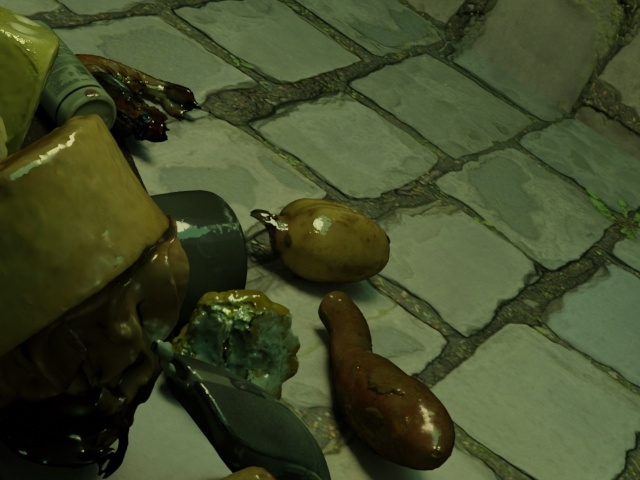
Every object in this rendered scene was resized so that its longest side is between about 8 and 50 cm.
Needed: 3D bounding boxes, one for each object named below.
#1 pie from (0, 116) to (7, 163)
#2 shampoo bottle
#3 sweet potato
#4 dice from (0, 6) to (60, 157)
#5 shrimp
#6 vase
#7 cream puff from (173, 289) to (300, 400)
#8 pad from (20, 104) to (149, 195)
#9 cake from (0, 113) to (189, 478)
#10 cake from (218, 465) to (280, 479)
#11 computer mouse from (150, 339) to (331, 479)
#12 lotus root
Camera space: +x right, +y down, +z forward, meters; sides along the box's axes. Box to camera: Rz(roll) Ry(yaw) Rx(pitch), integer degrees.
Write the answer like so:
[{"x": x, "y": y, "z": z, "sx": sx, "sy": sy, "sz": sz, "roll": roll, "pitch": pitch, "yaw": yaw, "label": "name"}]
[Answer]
[{"x": -0.464, "y": -0.080, "z": 1.771, "sx": 0.218, "sy": 0.185, "sz": 0.052, "roll": 1, "pitch": -18, "yaw": 5, "label": "pie"}, {"x": -0.389, "y": -0.244, "z": 2.245, "sx": 0.085, "sy": 0.085, "sz": 0.262, "roll": 3, "pitch": 34, "yaw": -44, "label": "shampoo bottle"}, {"x": 0.066, "y": 0.181, "z": 1.921, "sx": 0.109, "sy": 0.109, "sz": 0.385, "roll": 16, "pitch": 16, "yaw": -27, "label": "sweet potato"}, {"x": -0.440, "y": -0.213, "z": 2.009, "sx": 0.166, "sy": 0.169, "sz": 0.169, "roll": 22, "pitch": 12, "yaw": -11, "label": "dice"}, {"x": -0.264, "y": -0.209, "z": 2.350, "sx": 0.222, "sy": 0.054, "sz": 0.290, "roll": 10, "pitch": 22, "yaw": -38, "label": "shrimp"}, {"x": -0.258, "y": 0.026, "z": 1.806, "sx": 0.321, "sy": 0.173, "sz": 0.173, "roll": -1, "pitch": 38, "yaw": -39, "label": "vase"}, {"x": -0.105, "y": 0.127, "z": 1.800, "sx": 0.156, "sy": 0.156, "sz": 0.121, "roll": 38, "pitch": 17, "yaw": 19, "label": "cream puff"}, {"x": -0.346, "y": -0.113, "z": 2.149, "sx": 0.220, "sy": 0.004, "sz": 0.330, "roll": 13, "pitch": 29, "yaw": -31, "label": "pad"}, {"x": -0.268, "y": 0.082, "z": 1.515, "sx": 0.321, "sy": 0.332, "sz": 0.332, "roll": 58, "pitch": 22, "yaw": -12, "label": "cake"}, {"x": -0.075, "y": 0.327, "z": 1.419, "sx": 0.178, "sy": 0.185, "sz": 0.207, "roll": -39, "pitch": 88, "yaw": -21, "label": "cake"}, {"x": -0.070, "y": 0.187, "z": 1.559, "sx": 0.167, "sy": 0.090, "sz": 0.379, "roll": 42, "pitch": -11, "yaw": 39, "label": "computer mouse"}, {"x": 0.000, "y": 0.000, "z": 2.176, "sx": 0.221, "sy": 0.118, "sz": 0.125, "roll": 8, "pitch": 0, "yaw": -34, "label": "lotus root"}]
